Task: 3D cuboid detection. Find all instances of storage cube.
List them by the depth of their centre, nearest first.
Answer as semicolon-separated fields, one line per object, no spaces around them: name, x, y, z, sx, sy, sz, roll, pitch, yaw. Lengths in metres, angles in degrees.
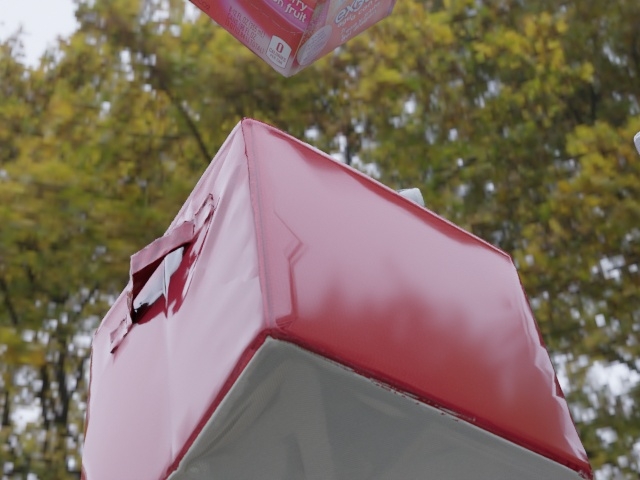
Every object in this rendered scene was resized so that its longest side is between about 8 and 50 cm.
storage cube;-0.005;0.087;0.734;0.215;0.193;0.184;26;-64;-22

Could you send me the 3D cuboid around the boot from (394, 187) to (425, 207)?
boot;0.000;-0.002;1.331;0.208;0.189;0.076;-3;-82;8

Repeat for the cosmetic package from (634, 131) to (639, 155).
cosmetic package;0.282;0.005;0.566;0.138;0.225;0.224;-11;-15;-30

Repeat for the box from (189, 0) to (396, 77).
box;-0.071;-0.289;1.067;0.300;0.142;0.154;40;-43;14
